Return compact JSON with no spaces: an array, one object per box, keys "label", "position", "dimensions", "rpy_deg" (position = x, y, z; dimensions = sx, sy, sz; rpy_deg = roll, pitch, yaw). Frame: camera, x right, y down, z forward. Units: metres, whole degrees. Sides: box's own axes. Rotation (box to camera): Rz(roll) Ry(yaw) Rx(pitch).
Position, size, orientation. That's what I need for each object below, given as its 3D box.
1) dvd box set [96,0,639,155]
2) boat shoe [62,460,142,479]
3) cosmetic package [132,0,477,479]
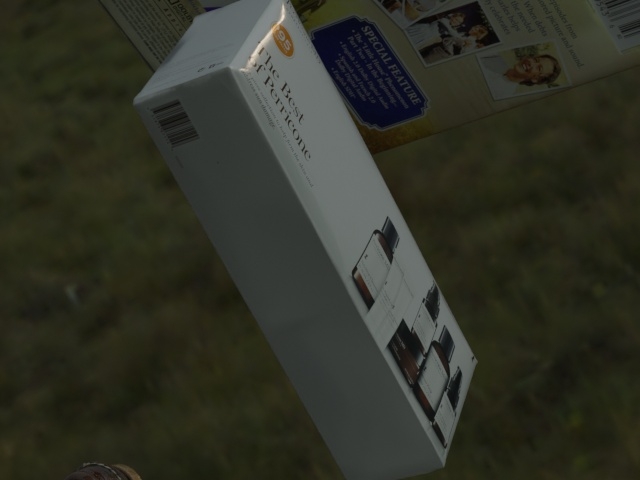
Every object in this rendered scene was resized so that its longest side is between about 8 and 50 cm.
[{"label":"dvd box set","position":[0.047,-0.208,1.320],"dimensions":[0.420,0.307,0.062],"rpy_deg":[-18,38,28]},{"label":"boat shoe","position":[-0.199,0.245,1.321],"dimensions":[0.207,0.073,0.073],"rpy_deg":[-63,-20,9]},{"label":"cosmetic package","position":[0.000,0.000,0.951],"dimensions":[0.060,0.239,0.099],"rpy_deg":[-18,24,24]}]
